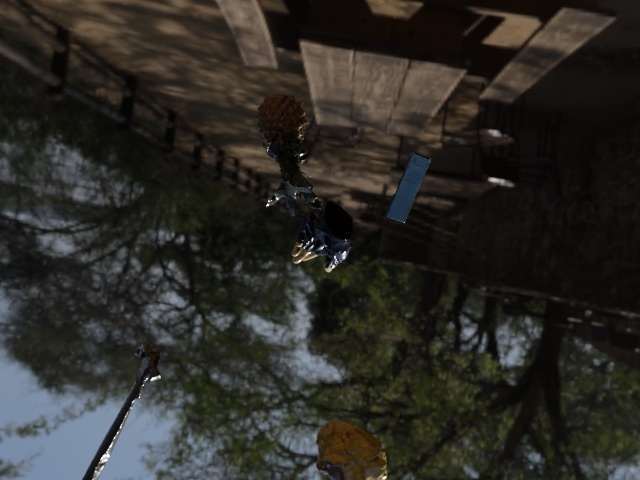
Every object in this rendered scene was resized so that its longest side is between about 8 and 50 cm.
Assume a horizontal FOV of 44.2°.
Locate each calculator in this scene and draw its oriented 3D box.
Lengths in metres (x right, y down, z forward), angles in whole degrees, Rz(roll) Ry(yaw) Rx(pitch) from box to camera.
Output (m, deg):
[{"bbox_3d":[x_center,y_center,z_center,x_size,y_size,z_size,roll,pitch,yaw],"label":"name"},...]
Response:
[{"bbox_3d":[0.214,-0.131,1.933,0.057,0.172,0.018,19,-167,-9],"label":"calculator"}]

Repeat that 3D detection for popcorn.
[{"bbox_3d":[0.064,0.446,1.625,0.167,0.148,0.152,31,-129,17],"label":"popcorn"}]

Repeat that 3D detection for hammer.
[{"bbox_3d":[-0.296,0.278,1.109,0.027,0.297,0.125,23,-169,-21],"label":"hammer"}]

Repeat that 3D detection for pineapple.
[{"bbox_3d":[-0.070,-0.181,1.690,0.119,0.277,0.130,-6,146,-6],"label":"pineapple"}]

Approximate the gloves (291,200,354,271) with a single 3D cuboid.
[{"bbox_3d":[0.000,0.000,1.981,0.124,0.164,0.203,-37,-175,-32],"label":"gloves"}]
